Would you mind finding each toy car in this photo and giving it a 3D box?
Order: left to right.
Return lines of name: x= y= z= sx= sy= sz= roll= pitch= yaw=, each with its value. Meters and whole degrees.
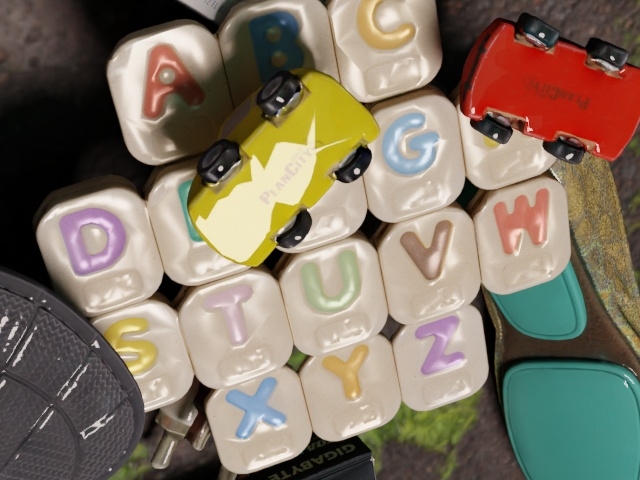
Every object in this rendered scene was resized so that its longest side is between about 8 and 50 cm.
toy car: x=0.031 y=-0.120 z=0.627 sx=0.239 sy=0.053 sz=0.225 roll=-17 pitch=115 yaw=-11

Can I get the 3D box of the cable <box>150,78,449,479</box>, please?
cable: x=-0.038 y=0.006 z=0.800 sx=0.139 sy=0.072 sz=0.287 roll=33 pitch=82 yaw=-25

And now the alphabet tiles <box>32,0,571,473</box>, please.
alphabet tiles: x=0.000 y=0.000 z=0.715 sx=0.284 sy=0.021 sz=0.278 roll=-17 pitch=121 yaw=-10

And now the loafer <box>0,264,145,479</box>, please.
loafer: x=-0.207 y=0.030 z=0.615 sx=0.302 sy=0.095 sz=0.109 roll=33 pitch=96 yaw=-42

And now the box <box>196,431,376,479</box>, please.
box: x=-0.036 y=0.248 z=0.889 sx=0.175 sy=0.051 sz=0.220 roll=-19 pitch=118 yaw=-18

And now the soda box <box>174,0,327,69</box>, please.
soda box: x=-0.099 y=-0.187 z=0.650 sx=0.286 sy=0.098 sz=0.091 roll=29 pitch=96 yaw=-32

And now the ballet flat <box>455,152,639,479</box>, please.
ballet flat: x=0.168 y=0.046 z=0.882 sx=0.123 sy=0.123 sz=0.349 roll=-31 pitch=123 yaw=-12
